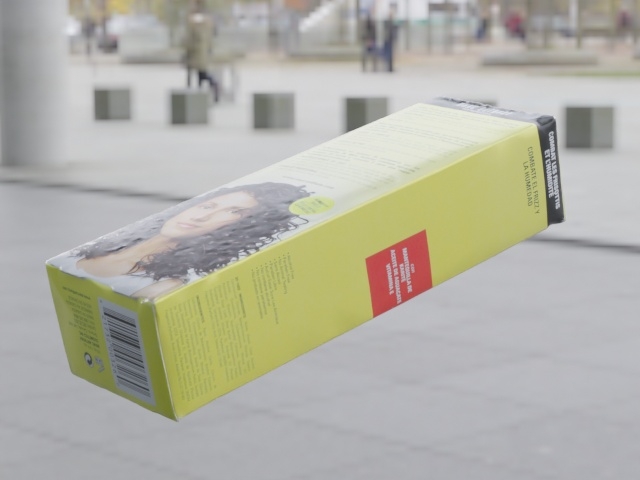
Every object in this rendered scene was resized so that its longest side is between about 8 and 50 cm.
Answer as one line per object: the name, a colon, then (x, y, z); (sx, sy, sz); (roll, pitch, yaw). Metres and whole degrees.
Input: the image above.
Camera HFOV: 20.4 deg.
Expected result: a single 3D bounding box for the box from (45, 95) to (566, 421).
box: (0.000, 0.000, 0.789); (0.232, 0.058, 0.087); (-25, 26, -35)
